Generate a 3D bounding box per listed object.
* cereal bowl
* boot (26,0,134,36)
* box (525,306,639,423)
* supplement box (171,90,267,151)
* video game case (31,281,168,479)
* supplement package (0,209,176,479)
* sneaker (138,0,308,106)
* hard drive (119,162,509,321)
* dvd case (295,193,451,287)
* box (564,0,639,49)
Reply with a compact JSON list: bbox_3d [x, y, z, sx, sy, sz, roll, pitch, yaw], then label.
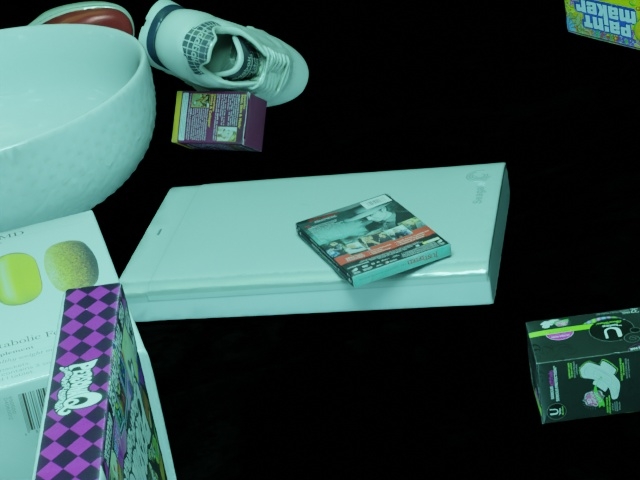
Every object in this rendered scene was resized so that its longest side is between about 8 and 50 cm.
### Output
[{"bbox_3d":[-0.314,-0.082,1.575,0.339,0.141,0.339,-7,26,4],"label":"cereal bowl"},{"bbox_3d":[-0.310,-0.180,1.839,0.244,0.088,0.176,-22,28,-7],"label":"boot"},{"bbox_3d":[0.190,0.087,1.164,0.083,0.052,0.062,-7,26,2],"label":"box"},{"bbox_3d":[-0.101,-0.119,1.659,0.083,0.055,0.043,4,-6,25],"label":"supplement box"},{"bbox_3d":[-0.114,0.167,0.929,0.042,0.210,0.232,-9,26,1],"label":"video game case"},{"bbox_3d":[-0.197,0.096,1.185,0.139,0.133,0.244,-15,27,-11],"label":"supplement package"},{"bbox_3d":[-0.078,-0.176,1.680,0.095,0.090,0.235,17,5,36],"label":"sneaker"},{"bbox_3d":[0.000,0.000,1.419,0.308,0.040,0.203,-4,27,13],"label":"hard drive"},{"bbox_3d":[0.041,-0.002,1.345,0.087,0.013,0.119,-19,29,-17],"label":"dvd case"},{"bbox_3d":[0.411,-0.381,1.771,0.290,0.279,0.177,-26,30,-28],"label":"box"}]
